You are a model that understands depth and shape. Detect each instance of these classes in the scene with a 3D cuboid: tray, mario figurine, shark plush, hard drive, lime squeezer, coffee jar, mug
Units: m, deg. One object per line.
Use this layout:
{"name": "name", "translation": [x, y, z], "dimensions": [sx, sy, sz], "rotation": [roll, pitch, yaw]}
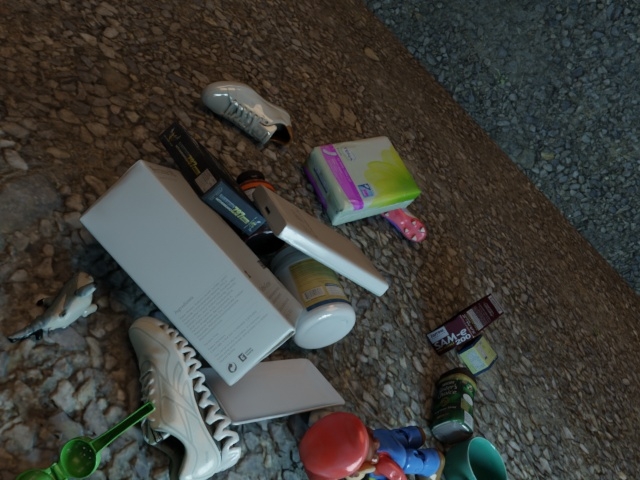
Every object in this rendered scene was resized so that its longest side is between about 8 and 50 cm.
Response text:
{"name": "tray", "translation": [-0.091, 0.289, 1.025], "dimensions": [0.270, 0.030, 0.145], "rotation": [6, 24, -42]}
{"name": "mario figurine", "translation": [0.081, 0.423, 1.028], "dimensions": [0.320, 0.198, 0.170], "rotation": [22, 70, -37]}
{"name": "shark plush", "translation": [-0.434, 0.115, 0.881], "dimensions": [0.067, 0.073, 0.161], "rotation": [32, 57, 11]}
{"name": "hard drive", "translation": [0.000, 0.000, 1.186], "dimensions": [0.307, 0.040, 0.203], "rotation": [32, 13, -34]}
{"name": "lime squeezer", "translation": [-0.357, 0.321, 0.715], "dimensions": [0.310, 0.110, 0.059], "rotation": [-32, 99, -23]}
{"name": "coffee jar", "translation": [0.332, 0.402, 1.326], "dimensions": [0.079, 0.096, 0.184], "rotation": [43, 36, -11]}
{"name": "mug", "translation": [0.334, 0.524, 1.216], "dimensions": [0.157, 0.097, 0.129], "rotation": [17, 47, -34]}

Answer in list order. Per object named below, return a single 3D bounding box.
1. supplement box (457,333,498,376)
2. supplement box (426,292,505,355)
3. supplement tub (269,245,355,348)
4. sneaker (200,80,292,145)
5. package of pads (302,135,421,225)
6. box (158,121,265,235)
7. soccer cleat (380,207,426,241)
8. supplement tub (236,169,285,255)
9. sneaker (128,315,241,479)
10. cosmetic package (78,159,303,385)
{"name": "supplement box", "translation": [0.454, 0.330, 1.545], "dimensions": [0.083, 0.056, 0.083], "rotation": [-23, 74, -52]}
{"name": "supplement box", "translation": [0.418, 0.236, 1.533], "dimensions": [0.239, 0.130, 0.073], "rotation": [-16, 70, -50]}
{"name": "supplement tub", "translation": [-0.023, 0.119, 1.173], "dimensions": [0.144, 0.144, 0.200], "rotation": [10, 41, -40]}
{"name": "sneaker", "translation": [-0.186, -0.340, 1.467], "dimensions": [0.290, 0.106, 0.123], "rotation": [12, 47, -40]}
{"name": "package of pads", "translation": [0.118, -0.186, 1.583], "dimensions": [0.296, 0.101, 0.229], "rotation": [-14, 67, -31]}
{"name": "box", "translation": [-0.232, -0.133, 1.159], "dimensions": [0.233, 0.059, 0.183], "rotation": [50, 2, 34]}
{"name": "soccer cleat", "translation": [0.240, -0.091, 1.711], "dimensions": [0.248, 0.083, 0.095], "rotation": [46, 5, 6]}
{"name": "supplement tub", "translation": [-0.149, -0.071, 1.264], "dimensions": [0.106, 0.106, 0.198], "rotation": [12, 49, -38]}
{"name": "sneaker", "translation": [-0.247, 0.258, 0.878], "dimensions": [0.118, 0.110, 0.292], "rotation": [-22, 73, -42]}
{"name": "cosmetic package", "translation": [-0.218, 0.049, 0.980], "dimensions": [0.385, 0.156, 0.217], "rotation": [49, 3, -2]}
